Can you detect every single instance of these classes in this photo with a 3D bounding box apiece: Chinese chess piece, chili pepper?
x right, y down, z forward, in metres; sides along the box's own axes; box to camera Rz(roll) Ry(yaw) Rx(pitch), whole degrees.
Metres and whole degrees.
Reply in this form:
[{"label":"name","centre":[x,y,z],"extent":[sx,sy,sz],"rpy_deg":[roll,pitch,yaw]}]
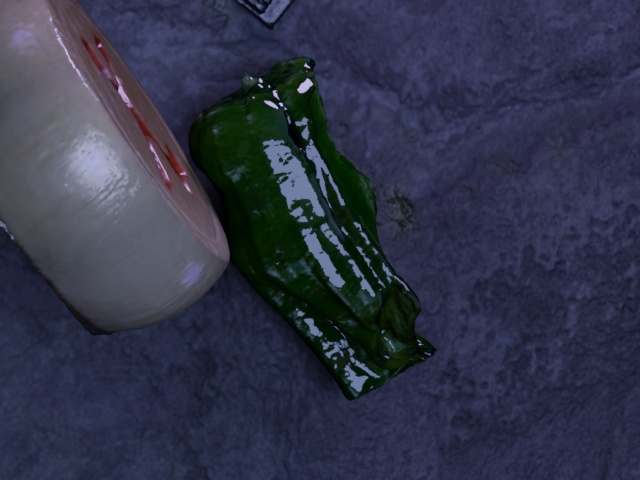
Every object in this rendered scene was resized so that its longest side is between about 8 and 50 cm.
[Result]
[{"label":"Chinese chess piece","centre":[-0.219,-0.076,1.491],"extent":[0.140,0.338,0.338],"rpy_deg":[-33,111,6]},{"label":"chili pepper","centre":[-0.009,0.006,1.674],"extent":[0.167,0.213,0.385],"rpy_deg":[-25,106,8]}]

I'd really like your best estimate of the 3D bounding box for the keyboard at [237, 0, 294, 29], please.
[{"label":"keyboard","centre":[-0.008,-0.344,1.718],"extent":[0.087,0.017,0.250],"rpy_deg":[38,81,-22]}]
